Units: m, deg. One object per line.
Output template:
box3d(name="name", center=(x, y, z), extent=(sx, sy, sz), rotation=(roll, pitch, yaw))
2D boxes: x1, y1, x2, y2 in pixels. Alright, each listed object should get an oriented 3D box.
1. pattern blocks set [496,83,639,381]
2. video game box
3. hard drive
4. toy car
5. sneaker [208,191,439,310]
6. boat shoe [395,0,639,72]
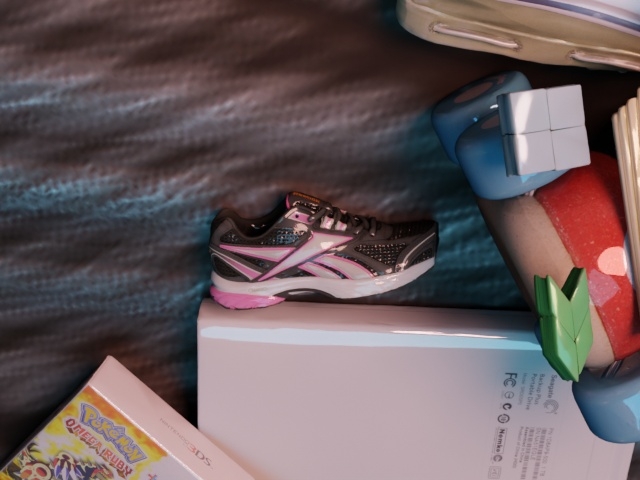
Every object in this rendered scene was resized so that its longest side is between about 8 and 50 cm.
box3d(name="pattern blocks set", center=(0.261, -0.026, 0.655), extent=(0.325, 0.026, 0.285), rotation=(-20, 99, -17))
box3d(name="video game box", center=(-0.154, 0.218, 0.928), extent=(0.205, 0.048, 0.187), rotation=(42, 120, -8))
box3d(name="hard drive", center=(0.077, 0.160, 0.929), extent=(0.353, 0.047, 0.233), rotation=(2, 120, -1))
box3d(name="toy car", center=(0.230, -0.033, 0.739), extent=(0.238, 0.210, 0.219), rotation=(-27, 105, 5))
box3d(name="sneaker", center=(0.000, 0.000, 0.829), extent=(0.178, 0.072, 0.077), rotation=(-10, 108, 0))
box3d(name="boat shoe", center=(0.196, -0.158, 0.732), extent=(0.303, 0.109, 0.094), rotation=(13, 143, -3))
